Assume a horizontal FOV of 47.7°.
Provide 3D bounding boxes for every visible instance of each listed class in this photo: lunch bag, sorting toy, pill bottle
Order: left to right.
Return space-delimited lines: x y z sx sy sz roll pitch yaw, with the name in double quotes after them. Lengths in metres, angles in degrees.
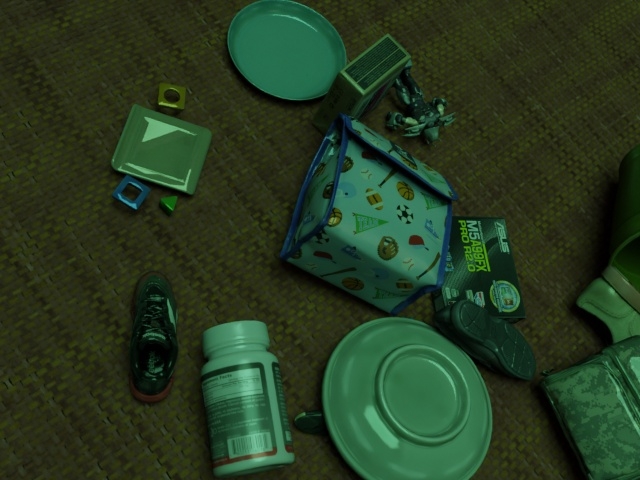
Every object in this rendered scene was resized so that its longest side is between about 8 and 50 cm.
-0.365 -0.207 1.677 0.196 0.047 0.347 20 63 -14 "sorting toy"
-0.153 0.315 1.447 0.161 0.161 0.283 -4 68 -19 "pill bottle"
0.129 -0.083 1.663 0.328 0.239 0.385 30 52 -18 "lunch bag"
0.674 0.403 1.660 0.256 0.212 0.305 -22 72 -3 "lunch bag"

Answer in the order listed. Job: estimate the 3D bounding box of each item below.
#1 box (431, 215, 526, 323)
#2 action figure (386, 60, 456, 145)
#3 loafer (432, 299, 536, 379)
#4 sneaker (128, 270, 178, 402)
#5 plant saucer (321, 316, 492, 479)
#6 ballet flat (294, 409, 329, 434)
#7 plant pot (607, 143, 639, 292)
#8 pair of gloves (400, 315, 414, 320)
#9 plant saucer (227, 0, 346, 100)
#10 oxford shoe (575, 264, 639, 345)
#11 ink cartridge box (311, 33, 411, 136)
0.373 0.072 1.784 0.216 0.060 0.269 1 67 -17 "box"
0.245 -0.375 1.925 0.185 0.099 0.284 -19 78 -32 "action figure"
0.383 0.232 1.685 0.303 0.095 0.109 37 57 -27 "loafer"
-0.334 0.181 1.463 0.098 0.135 0.275 3 65 -15 "sneaker"
0.204 0.335 1.544 0.401 0.100 0.400 9 58 -16 "plant saucer"
0.026 0.380 1.550 0.173 0.057 0.049 0 24 -18 "ballet flat"
0.924 -0.076 1.893 0.367 0.366 0.352 16 52 -11 "plant pot"
0.183 0.262 1.659 0.198 0.023 0.159 -20 75 -24 "pair of gloves"
-0.089 -0.491 1.895 0.318 0.043 0.317 7 66 -15 "plant saucer"
0.806 0.242 1.833 0.146 0.140 0.397 -42 95 14 "oxford shoe"
0.097 -0.371 1.793 0.088 0.234 0.193 45 62 5 "ink cartridge box"
